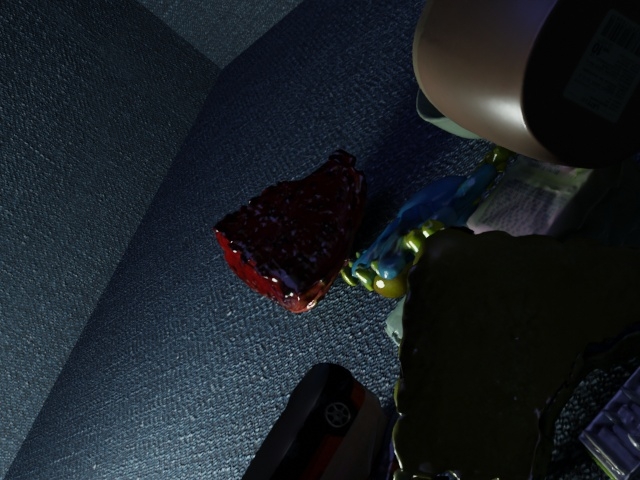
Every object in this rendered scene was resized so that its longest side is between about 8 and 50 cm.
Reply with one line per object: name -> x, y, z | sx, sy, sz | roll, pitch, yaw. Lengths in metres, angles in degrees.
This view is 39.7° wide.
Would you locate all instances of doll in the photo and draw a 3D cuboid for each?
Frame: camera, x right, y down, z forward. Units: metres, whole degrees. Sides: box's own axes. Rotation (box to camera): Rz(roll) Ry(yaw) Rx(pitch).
doll -> 0.172, -0.021, 1.367 | 0.346, 0.099, 0.341 | -40, 5, 38

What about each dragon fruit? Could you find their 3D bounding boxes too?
dragon fruit -> 0.002, 0.007, 1.778 | 0.329, 0.228, 0.286 | -41, 52, -19

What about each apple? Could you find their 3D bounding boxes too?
apple -> 0.127, 0.055, 1.533 | 0.089, 0.074, 0.089 | -39, 27, 24

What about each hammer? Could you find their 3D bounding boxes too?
hammer -> 0.090, 0.347, 1.225 | 0.137, 0.037, 0.289 | -25, 36, 50

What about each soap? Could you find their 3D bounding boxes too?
soap -> 0.329, -0.032, 1.186 | 0.182, 0.138, 0.199 | -51, 22, 1

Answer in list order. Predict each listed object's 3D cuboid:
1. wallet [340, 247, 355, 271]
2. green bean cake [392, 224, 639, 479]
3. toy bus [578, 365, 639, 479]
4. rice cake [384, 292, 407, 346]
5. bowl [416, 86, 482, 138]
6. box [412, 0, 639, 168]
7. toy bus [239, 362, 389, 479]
wallet -> 0.012, 0.015, 1.878 | 0.119, 0.025, 0.232 | -45, 24, 16
green bean cake -> 0.233, 0.148, 1.019 | 0.202, 0.285, 0.309 | 46, -127, -79
toy bus -> 0.382, 0.125, 0.852 | 0.301, 0.139, 0.113 | -52, 20, 7
rice cake -> 0.188, 0.086, 1.417 | 0.211, 0.038, 0.124 | -53, 23, 1
bowl -> 0.320, -0.282, 1.561 | 0.289, 0.146, 0.289 | -40, 27, 25
box -> 0.288, -0.234, 1.048 | 0.301, 0.301, 0.216 | -51, 30, 5
toy bus -> -0.018, 0.337, 1.305 | 0.302, 0.147, 0.127 | -57, 22, -14
